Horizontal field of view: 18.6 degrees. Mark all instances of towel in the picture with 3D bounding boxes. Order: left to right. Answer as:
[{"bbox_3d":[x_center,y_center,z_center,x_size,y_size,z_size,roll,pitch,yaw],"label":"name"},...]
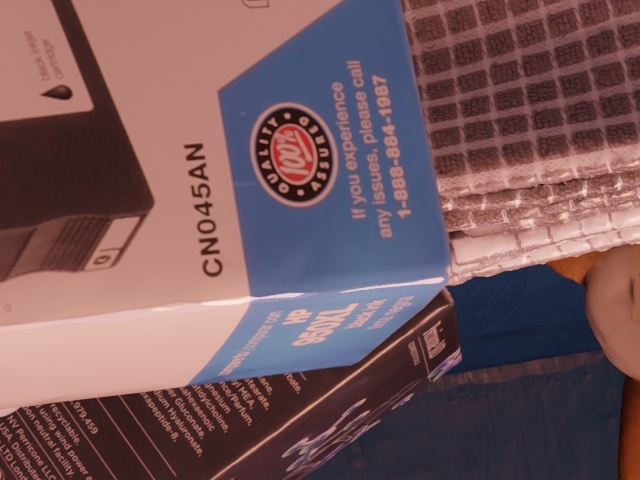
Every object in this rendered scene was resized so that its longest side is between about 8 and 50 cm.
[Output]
[{"bbox_3d":[0.154,-0.124,1.027,0.284,0.235,0.121,-13,164,10],"label":"towel"}]

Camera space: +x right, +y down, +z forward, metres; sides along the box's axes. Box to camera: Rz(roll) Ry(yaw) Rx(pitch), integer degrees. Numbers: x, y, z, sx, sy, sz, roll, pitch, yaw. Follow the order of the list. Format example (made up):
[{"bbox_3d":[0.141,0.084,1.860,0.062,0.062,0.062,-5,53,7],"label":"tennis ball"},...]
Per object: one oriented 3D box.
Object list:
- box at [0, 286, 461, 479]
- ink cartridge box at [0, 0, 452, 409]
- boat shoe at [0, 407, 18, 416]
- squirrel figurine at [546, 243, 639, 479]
[{"bbox_3d":[-0.100,0.111,1.609,0.395,0.212,0.293,-37,167,-2],"label":"box"},{"bbox_3d":[-0.171,-0.074,0.870,0.395,0.285,0.166,-6,166,-17],"label":"ink cartridge box"},{"bbox_3d":[-0.320,0.024,1.261,0.306,0.113,0.105,32,138,-7],"label":"boat shoe"},{"bbox_3d":[0.389,-0.031,1.478,0.370,0.281,0.397,-23,170,-40],"label":"squirrel figurine"}]
